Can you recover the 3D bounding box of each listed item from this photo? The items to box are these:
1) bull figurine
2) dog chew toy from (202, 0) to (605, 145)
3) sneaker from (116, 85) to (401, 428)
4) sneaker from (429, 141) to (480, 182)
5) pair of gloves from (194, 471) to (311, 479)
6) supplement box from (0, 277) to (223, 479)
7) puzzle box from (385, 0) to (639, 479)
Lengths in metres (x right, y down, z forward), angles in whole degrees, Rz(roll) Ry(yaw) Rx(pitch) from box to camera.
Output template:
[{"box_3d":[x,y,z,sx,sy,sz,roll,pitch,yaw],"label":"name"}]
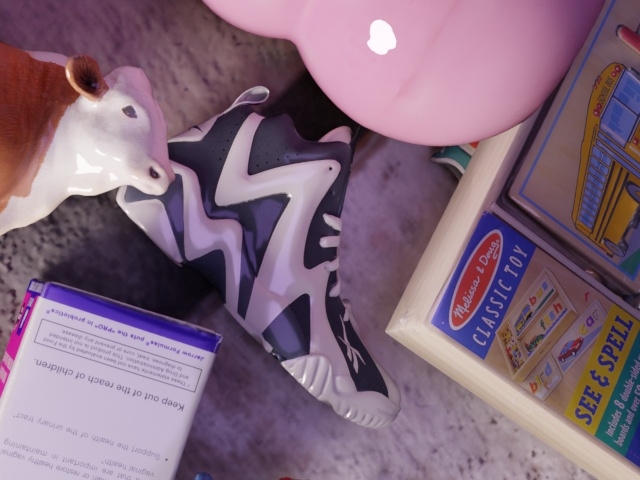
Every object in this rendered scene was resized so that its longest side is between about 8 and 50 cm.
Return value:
[{"box_3d":[-0.244,-0.063,0.749,0.310,0.101,0.188,25,77,-5],"label":"bull figurine"},{"box_3d":[0.006,-0.199,0.782,0.331,0.206,0.207,29,81,-5],"label":"dog chew toy"},{"box_3d":[0.000,0.000,0.838,0.235,0.094,0.153,44,86,-2],"label":"sneaker"},{"box_3d":[0.126,-0.002,0.904,0.075,0.057,0.161,-20,93,-10],"label":"sneaker"},{"box_3d":[-0.059,0.219,0.795,0.198,0.023,0.159,12,94,-57],"label":"pair of gloves"},{"box_3d":[-0.154,0.142,0.779,0.113,0.111,0.220,19,83,-17],"label":"supplement box"},{"box_3d":[0.243,-0.040,0.897,0.272,0.052,0.409,34,69,-16],"label":"puzzle box"}]
